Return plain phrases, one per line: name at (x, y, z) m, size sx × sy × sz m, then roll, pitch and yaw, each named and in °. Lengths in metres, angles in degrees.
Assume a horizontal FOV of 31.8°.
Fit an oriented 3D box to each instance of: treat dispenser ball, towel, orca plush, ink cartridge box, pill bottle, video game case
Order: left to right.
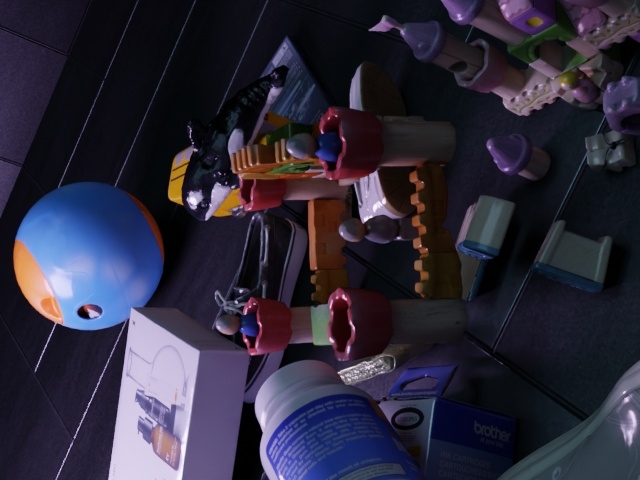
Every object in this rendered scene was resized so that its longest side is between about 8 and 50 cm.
treat dispenser ball at (-0.448, 0.029, 2.184) m, size 0.288 × 0.288 × 0.288 m, roll -31°, pitch 49°, yaw 44°
orca plush at (-0.158, -0.168, 1.793) m, size 0.287 × 0.102 × 0.151 m, roll -49°, pitch 37°, yaw 27°
video game case at (-0.065, -0.221, 2.003) m, size 0.196 × 0.026 × 0.274 m, roll -54°, pitch 37°, yaw 23°
pill bottle at (0.023, 0.255, 1.243) m, size 0.152 × 0.152 × 0.272 m, roll -58°, pitch 35°, yaw 18°
towel at (0.082, 0.165, 1.525) m, size 0.148 × 0.110 × 0.027 m, roll -29°, pitch 84°, yaw 45°
ink cartridge box at (0.087, 0.338, 1.373) m, size 0.270 × 0.151 × 0.395 m, roll -14°, pitch 64°, yaw 51°

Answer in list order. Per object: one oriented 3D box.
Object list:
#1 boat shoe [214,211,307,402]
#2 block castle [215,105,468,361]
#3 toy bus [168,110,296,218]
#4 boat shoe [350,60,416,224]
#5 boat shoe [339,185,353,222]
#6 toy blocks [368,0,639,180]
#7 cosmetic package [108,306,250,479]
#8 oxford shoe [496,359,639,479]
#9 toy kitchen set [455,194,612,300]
boat shoe at (-0.109, 0.105, 1.821) m, size 0.113 × 0.105 × 0.306 m, roll 9°, pitch 81°, yaw 57°
block castle at (0.000, 0.000, 1.473) m, size 0.453 × 0.213 × 0.303 m, roll 167°, pitch 101°, yaw -70°
toy bus at (-0.133, -0.129, 1.935) m, size 0.333 × 0.108 × 0.130 m, roll -20°, pitch 56°, yaw 50°
boat shoe at (0.072, -0.144, 1.696) m, size 0.096 × 0.098 × 0.277 m, roll -35°, pitch 48°, yaw 41°
boat shoe at (0.027, -0.074, 1.769) m, size 0.045 × 0.050 × 0.135 m, roll -51°, pitch 37°, yaw 35°
toy blocks at (0.248, -0.248, 1.350) m, size 0.289 × 0.260 × 0.309 m, roll -26°, pitch 53°, yaw 46°
cosmetic package at (-0.243, 0.323, 1.841) m, size 0.284 × 0.097 × 0.377 m, roll 20°, pitch 103°, yaw 59°
oxford shoe at (0.325, 0.215, 1.085) m, size 0.449 × 0.169 × 0.130 m, roll -51°, pitch 34°, yaw 38°
toy kitchen set at (0.249, 0.034, 1.384) m, size 0.207 × 0.166 × 0.122 m, roll 44°, pitch -115°, yaw -86°
